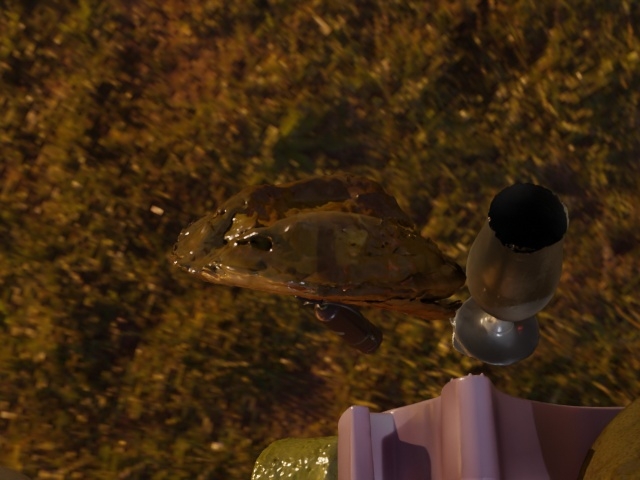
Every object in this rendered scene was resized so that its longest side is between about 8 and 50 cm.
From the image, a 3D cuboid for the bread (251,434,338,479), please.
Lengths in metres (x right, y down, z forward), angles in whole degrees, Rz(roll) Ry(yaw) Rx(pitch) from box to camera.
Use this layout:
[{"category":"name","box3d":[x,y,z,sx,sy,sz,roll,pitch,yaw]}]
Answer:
[{"category":"bread","box3d":[0.004,0.245,1.440,0.114,0.129,0.111,-14,50,39]}]

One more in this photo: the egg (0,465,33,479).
[{"category":"egg","box3d":[-0.267,0.243,1.099,0.206,0.271,0.162,9,88,-8]}]

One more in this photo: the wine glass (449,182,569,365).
[{"category":"wine glass","box3d":[0.197,0.036,1.536,0.103,0.222,0.103,2,54,-3]}]

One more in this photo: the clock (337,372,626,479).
[{"category":"clock","box3d":[0.146,0.168,1.141,0.275,0.290,0.080,-5,73,10]}]

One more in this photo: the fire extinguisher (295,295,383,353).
[{"category":"fire extinguisher","box3d":[0.038,0.110,2.038,0.078,0.157,0.045,-1,64,34]}]

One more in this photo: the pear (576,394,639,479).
[{"category":"pear","box3d":[0.287,0.199,1.025,0.228,0.211,0.188,-35,32,-10]}]

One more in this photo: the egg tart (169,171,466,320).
[{"category":"egg tart","box3d":[0.000,0.000,1.421,0.297,0.297,0.132,9,96,23]}]
